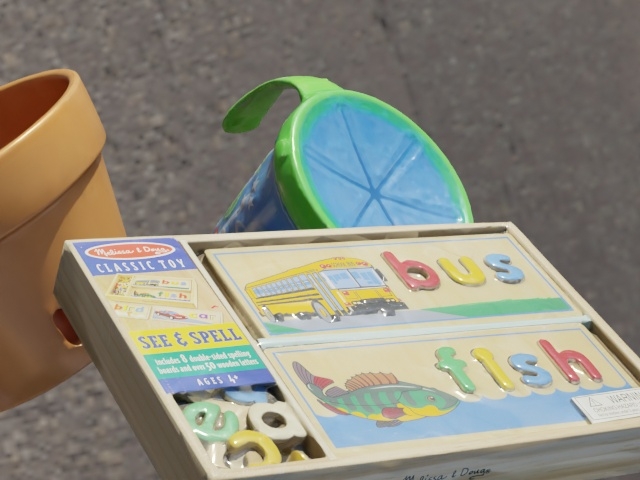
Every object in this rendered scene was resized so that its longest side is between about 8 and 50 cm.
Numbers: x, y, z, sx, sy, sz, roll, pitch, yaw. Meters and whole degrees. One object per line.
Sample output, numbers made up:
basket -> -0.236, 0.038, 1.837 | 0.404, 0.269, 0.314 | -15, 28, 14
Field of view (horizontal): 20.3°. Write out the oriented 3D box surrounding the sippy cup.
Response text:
sippy cup -> 0.000, 0.000, 1.842 | 0.240, 0.224, 0.305 | 27, 44, -26

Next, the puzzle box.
puzzle box -> 0.040, 0.084, 1.318 | 0.409, 0.052, 0.272 | -3, 35, -31

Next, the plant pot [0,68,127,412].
plant pot -> -0.283, 0.013, 1.522 | 0.203, 0.291, 0.291 | 60, 34, -19
